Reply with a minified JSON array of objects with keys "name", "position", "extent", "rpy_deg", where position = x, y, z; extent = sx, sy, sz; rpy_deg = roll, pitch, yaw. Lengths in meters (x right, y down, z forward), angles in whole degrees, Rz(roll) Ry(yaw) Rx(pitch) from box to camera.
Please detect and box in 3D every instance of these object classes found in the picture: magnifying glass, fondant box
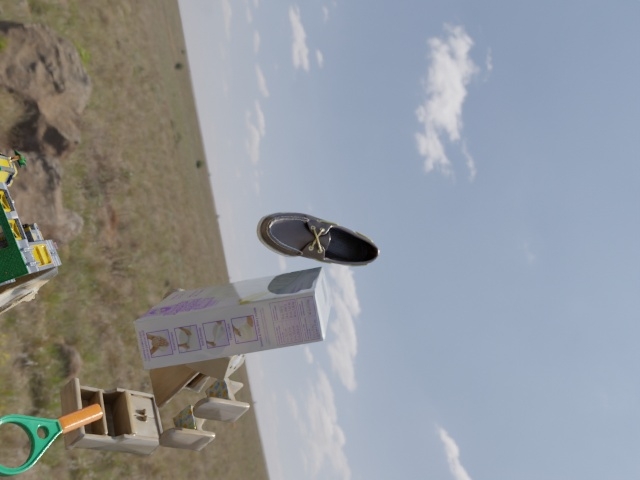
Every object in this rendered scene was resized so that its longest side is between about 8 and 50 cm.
[{"name":"magnifying glass","position":[-0.457,0.317,0.994],"extent":[0.231,0.026,0.092],"rpy_deg":[-7,69,-64]},{"name":"fondant box","position":[-0.153,0.141,1.148],"extent":[0.238,0.331,0.096],"rpy_deg":[-67,146,-82]}]

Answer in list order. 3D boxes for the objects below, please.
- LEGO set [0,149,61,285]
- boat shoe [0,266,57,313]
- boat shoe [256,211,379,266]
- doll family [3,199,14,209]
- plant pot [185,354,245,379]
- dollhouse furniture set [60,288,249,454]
[{"name":"LEGO set","position":[-0.590,-0.004,0.968],"extent":[0.254,0.331,0.192],"rpy_deg":[62,-5,-5]},{"name":"boat shoe","position":[-0.630,0.103,1.259],"extent":[0.063,0.170,0.059],"rpy_deg":[33,-36,41]},{"name":"boat shoe","position":[0.000,0.000,1.484],"extent":[0.097,0.325,0.116],"rpy_deg":[1,-103,57]},{"name":"doll family","position":[-0.853,-0.033,1.403],"extent":[0.163,0.263,0.118],"rpy_deg":[19,-30,47]},{"name":"plant pot","position":[-0.225,0.247,1.349],"extent":[0.096,0.109,0.109],"rpy_deg":[33,-53,15]},{"name":"dollhouse furniture set","position":[-0.441,0.366,1.543],"extent":[0.257,0.394,0.362],"rpy_deg":[27,26,-44]}]
